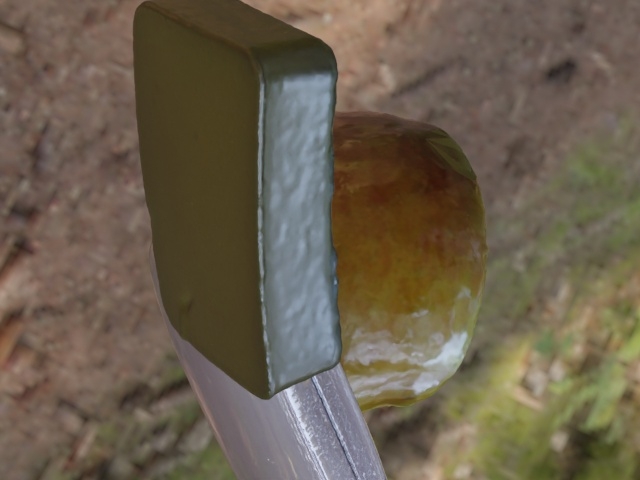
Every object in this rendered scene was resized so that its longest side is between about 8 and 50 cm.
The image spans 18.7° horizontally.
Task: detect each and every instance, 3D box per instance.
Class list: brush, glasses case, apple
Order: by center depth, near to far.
[{"bbox_3d":[-0.041,-0.026,1.017,0.059,0.123,0.197,-17,120,-27],"label":"brush"},{"bbox_3d":[-0.030,0.110,1.334,0.075,0.113,0.297,-39,121,-31],"label":"glasses case"},{"bbox_3d":[0.000,0.000,1.622,0.254,0.346,0.179,-14,129,-12],"label":"apple"}]
